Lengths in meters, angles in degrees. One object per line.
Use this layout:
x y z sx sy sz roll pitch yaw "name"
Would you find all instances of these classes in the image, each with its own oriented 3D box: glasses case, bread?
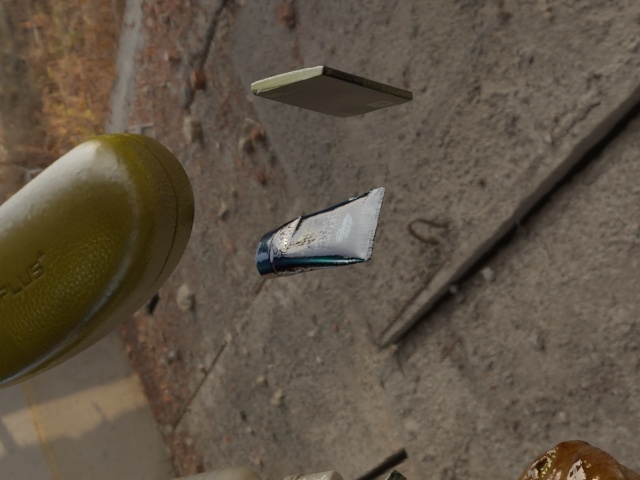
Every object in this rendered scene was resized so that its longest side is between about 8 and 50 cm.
-0.298 0.042 0.895 0.371 0.141 0.173 -35 88 18 "glasses case"
0.388 0.454 1.237 0.312 0.173 0.312 -158 90 -76 "bread"

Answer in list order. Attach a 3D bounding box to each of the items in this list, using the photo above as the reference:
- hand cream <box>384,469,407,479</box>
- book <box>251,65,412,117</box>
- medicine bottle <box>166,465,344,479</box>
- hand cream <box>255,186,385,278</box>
0.101 0.512 1.596 0.037 0.165 0.057 40 176 48 "hand cream"
0.021 -0.241 1.351 0.160 0.228 0.024 -5 84 42 "book"
-0.095 0.278 0.795 0.114 0.252 0.114 -17 -90 -75 "medicine bottle"
0.000 0.000 1.265 0.271 0.061 0.120 -15 52 49 "hand cream"
